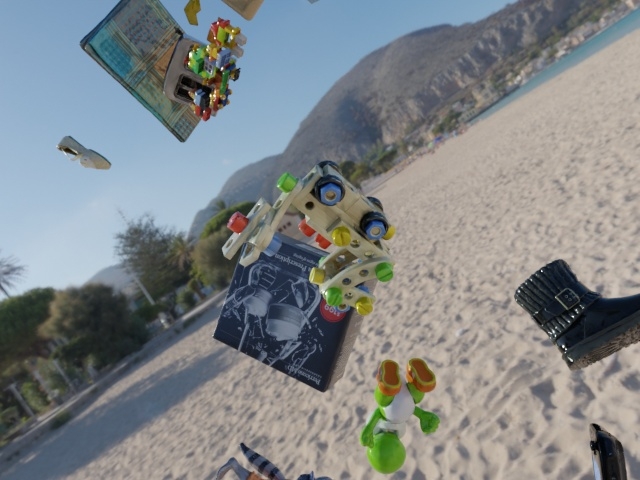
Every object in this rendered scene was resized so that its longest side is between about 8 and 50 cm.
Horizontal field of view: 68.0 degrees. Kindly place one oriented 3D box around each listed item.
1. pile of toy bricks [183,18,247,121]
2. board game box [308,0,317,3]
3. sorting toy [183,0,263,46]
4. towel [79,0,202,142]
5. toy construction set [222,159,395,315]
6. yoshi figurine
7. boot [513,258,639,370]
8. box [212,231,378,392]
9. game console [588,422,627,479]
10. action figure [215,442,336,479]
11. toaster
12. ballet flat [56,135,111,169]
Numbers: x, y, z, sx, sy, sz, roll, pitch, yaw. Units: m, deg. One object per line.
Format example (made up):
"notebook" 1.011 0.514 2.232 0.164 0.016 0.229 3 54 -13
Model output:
"pile of toy bricks" -0.244 -0.367 1.016 0.118 0.105 0.212 -49 -4 -36
"board game box" -0.066 -0.612 0.994 0.039 0.160 0.211 -17 2 21
"sorting toy" -0.234 -0.646 1.140 0.307 0.229 0.041 -56 26 6
"towel" -0.453 -0.503 1.363 0.040 0.370 0.272 6 60 43
"toy construction set" 0.000 0.000 0.795 0.215 0.327 0.151 -43 41 21
"yoshi figurine" 0.209 0.514 1.330 0.203 0.203 0.363 -32 -39 -46
"boot" 0.709 0.144 1.222 0.347 0.131 0.260 -32 47 13
"box" -0.061 0.174 1.269 0.179 0.342 0.313 4 -74 -71
"game console" 0.393 0.437 0.640 0.043 0.362 0.213 -4 -9 13
"action figure" -0.053 0.536 1.023 0.179 0.329 0.342 -66 -16 -55
"toaster" -0.326 -0.443 1.263 0.168 0.185 0.110 -63 25 16
"ballet flat" -0.623 -0.219 1.248 0.052 0.168 0.057 -52 -19 -25
